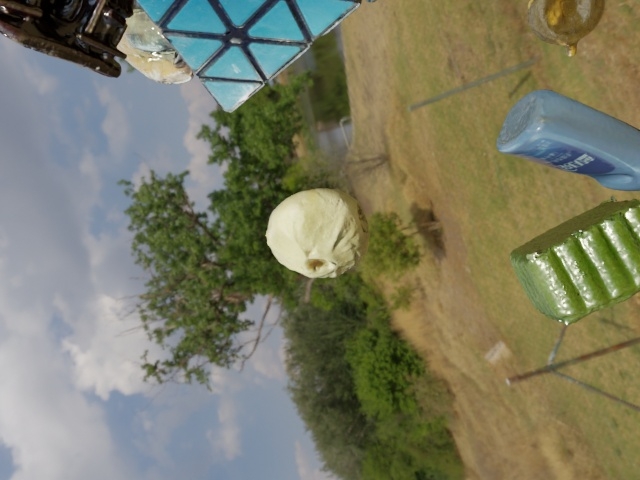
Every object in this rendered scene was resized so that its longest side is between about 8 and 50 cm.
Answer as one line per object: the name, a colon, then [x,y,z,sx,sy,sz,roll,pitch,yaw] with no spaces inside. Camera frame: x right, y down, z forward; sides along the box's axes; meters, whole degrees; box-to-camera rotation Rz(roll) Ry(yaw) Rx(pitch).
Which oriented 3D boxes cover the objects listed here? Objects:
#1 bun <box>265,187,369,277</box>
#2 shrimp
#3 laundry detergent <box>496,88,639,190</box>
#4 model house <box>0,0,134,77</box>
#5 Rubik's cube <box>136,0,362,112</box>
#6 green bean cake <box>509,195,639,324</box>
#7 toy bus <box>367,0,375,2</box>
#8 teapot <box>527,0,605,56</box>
bun: [-0.002,0.005,1.970,0.364,0.365,0.202,70,-169,-49]
shrimp: [-0.368,-0.471,1.443,0.446,0.110,0.221,11,149,43]
laundry detergent: [0.432,-0.136,0.918,0.143,0.290,0.094,132,157,-75]
model house: [-0.354,-0.347,0.825,0.141,0.164,0.203,46,-160,24]
Rubik's cube: [-0.119,-0.342,0.845,0.228,0.228,0.233,49,178,-16]
green bean cake: [0.504,0.037,1.117,0.156,0.247,0.250,62,-173,4]
toy bus: [0.149,-0.650,1.319,0.134,0.246,0.113,50,165,-3]
teapot: [0.690,-0.681,1.699,0.167,0.204,0.311,-83,-29,-71]
